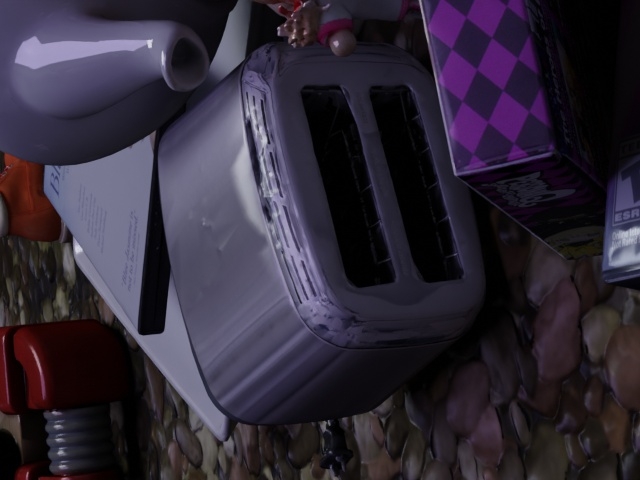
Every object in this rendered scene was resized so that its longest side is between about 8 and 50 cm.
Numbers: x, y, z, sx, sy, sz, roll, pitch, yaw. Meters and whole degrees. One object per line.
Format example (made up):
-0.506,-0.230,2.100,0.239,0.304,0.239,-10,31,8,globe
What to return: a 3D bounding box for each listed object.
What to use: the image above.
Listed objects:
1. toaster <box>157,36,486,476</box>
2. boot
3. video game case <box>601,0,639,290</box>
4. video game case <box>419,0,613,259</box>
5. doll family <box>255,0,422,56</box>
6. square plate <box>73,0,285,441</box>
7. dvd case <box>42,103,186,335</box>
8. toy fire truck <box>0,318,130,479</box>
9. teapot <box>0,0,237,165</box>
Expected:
0.000,0.000,0.855,0.146,0.129,0.227,-44,54,56,toaster
-0.284,-0.052,1.502,0.158,0.085,0.059,-126,38,-50,boot
0.165,-0.130,0.519,0.196,0.026,0.274,-18,64,62,video game case
0.073,-0.119,0.636,0.210,0.042,0.232,24,-126,-70,video game case
-0.025,-0.202,0.829,0.118,0.163,0.263,147,116,-62,doll family
-0.105,-0.085,1.155,0.344,0.049,0.347,-139,50,-57,square plate
-0.158,-0.067,1.188,0.253,0.022,0.180,-133,45,-54,dvd case
-0.213,0.175,1.336,0.246,0.158,0.217,-8,86,53,toy fire truck
-0.131,-0.181,0.933,0.187,0.252,0.256,-27,88,21,teapot
